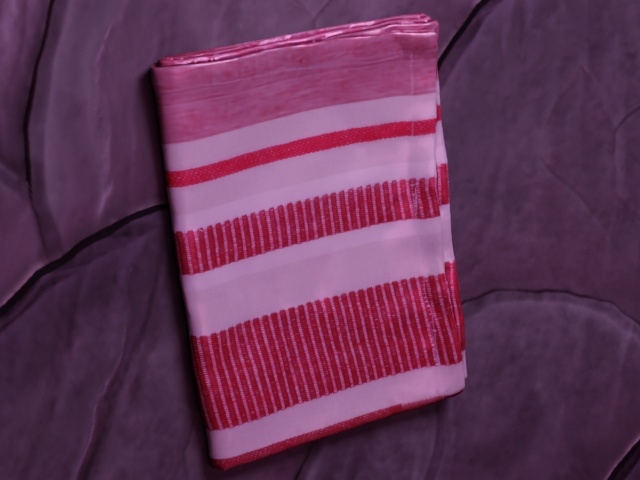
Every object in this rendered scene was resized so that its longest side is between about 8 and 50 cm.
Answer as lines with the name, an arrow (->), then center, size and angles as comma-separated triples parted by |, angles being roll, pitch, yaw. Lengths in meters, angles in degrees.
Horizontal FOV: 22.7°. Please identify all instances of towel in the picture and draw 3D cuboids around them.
towel -> 0.000, 0.000, 1.247 | 0.237, 0.037, 0.329 | -14, 109, -23
